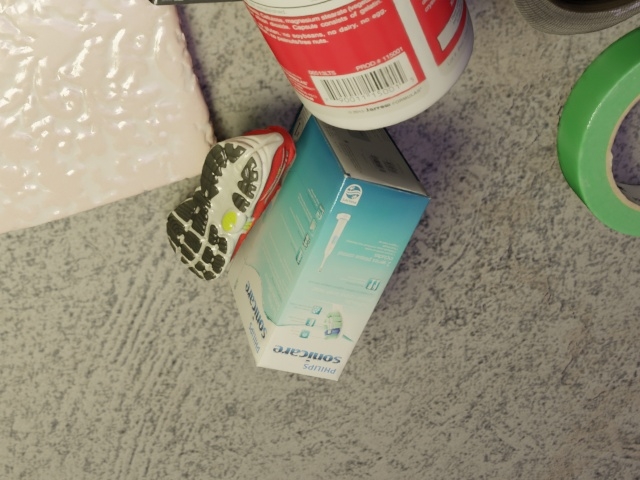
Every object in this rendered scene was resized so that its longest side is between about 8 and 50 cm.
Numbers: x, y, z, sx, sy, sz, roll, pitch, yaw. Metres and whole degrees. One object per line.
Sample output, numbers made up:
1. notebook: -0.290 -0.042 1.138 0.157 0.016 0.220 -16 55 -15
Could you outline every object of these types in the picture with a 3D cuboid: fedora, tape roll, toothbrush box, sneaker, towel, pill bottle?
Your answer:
1. fedora: 0.331 -0.388 1.416 0.276 0.124 0.243 -23 127 -3
2. tape roll: 0.502 -0.158 1.652 0.321 0.077 0.321 -9 125 -13
3. toothbrush box: 0.000 0.000 1.512 0.126 0.216 0.295 14 116 -25
4. sneaker: -0.107 -0.046 1.493 0.118 0.107 0.279 -34 170 -41
5. towel: -0.308 -0.184 1.394 0.317 0.053 0.331 -18 127 -5
6. pill bottle: 0.008 -0.328 1.248 0.229 0.229 0.407 -29 138 3

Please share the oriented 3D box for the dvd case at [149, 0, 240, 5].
1. dvd case: -0.102 -0.386 1.309 0.179 0.029 0.238 -10 126 -33
